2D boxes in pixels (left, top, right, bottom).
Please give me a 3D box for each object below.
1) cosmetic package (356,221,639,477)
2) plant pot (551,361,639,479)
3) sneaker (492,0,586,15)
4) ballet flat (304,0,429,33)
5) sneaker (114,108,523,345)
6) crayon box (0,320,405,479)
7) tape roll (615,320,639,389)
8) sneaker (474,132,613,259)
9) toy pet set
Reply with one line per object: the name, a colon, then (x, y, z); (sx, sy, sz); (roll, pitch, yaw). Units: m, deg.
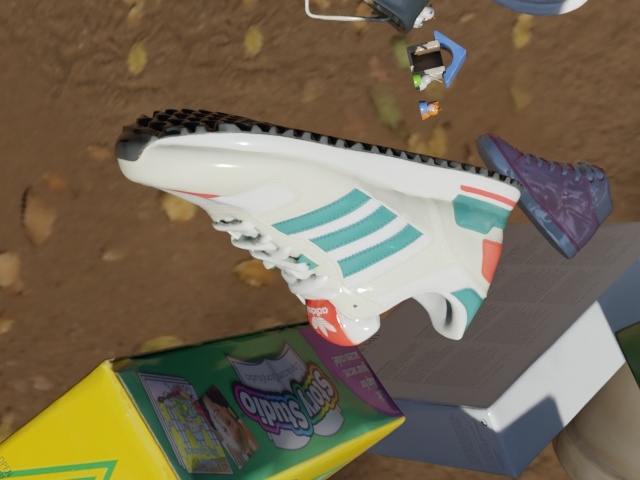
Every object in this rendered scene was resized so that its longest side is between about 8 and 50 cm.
cosmetic package: (0.209, 0.109, 1.678); (0.377, 0.284, 0.097); (-38, 117, -34)
plant pot: (0.484, 0.176, 1.939); (0.323, 0.280, 0.323); (2, 41, -2)
sneaker: (0.293, -0.311, 1.474); (0.305, 0.152, 0.114); (-5, 60, -3)
ballet flat: (-0.018, -0.248, 1.326); (0.248, 0.086, 0.086); (18, 80, -6)
sneaker: (0.000, 0.000, 0.525); (0.161, 0.057, 0.075); (9, 95, -33)
crayon box: (-0.140, 0.185, 0.949); (0.313, 0.363, 0.106); (-39, 79, 16)
tape roll: (0.371, 0.216, 1.347); (0.077, 0.321, 0.321); (-26, 93, 8)
sneaker: (0.183, -0.052, 1.173); (0.070, 0.051, 0.134); (-42, 114, 3)
toy pet set: (0.132, -0.198, 1.628); (0.065, 0.114, 0.122); (-12, 85, 5)
